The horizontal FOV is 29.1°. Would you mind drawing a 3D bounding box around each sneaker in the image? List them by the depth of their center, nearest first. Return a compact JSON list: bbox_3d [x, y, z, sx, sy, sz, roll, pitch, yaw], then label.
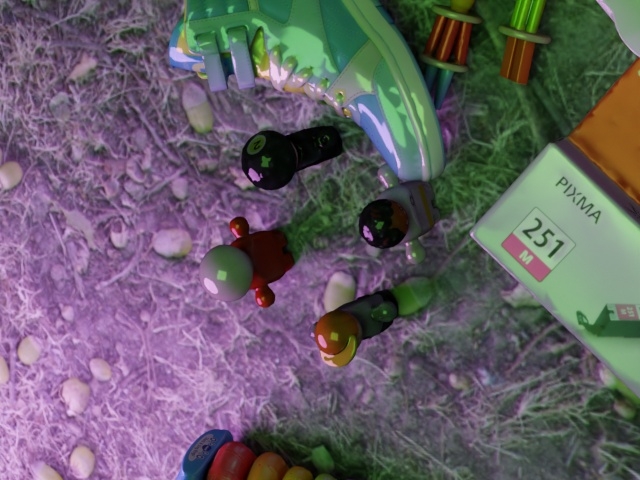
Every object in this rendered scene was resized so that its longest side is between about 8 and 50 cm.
[{"bbox_3d":[-0.026,-0.164,1.209,0.208,0.127,0.319,-27,76,-6],"label":"sneaker"}]

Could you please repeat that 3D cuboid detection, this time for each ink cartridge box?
[{"bbox_3d":[0.319,0.000,1.162,0.275,0.060,0.239,45,117,11],"label":"ink cartridge box"}]

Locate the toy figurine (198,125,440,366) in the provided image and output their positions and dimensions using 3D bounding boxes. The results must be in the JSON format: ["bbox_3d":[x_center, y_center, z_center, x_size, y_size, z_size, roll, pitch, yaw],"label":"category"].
[{"bbox_3d":[0.000,0.000,1.263,0.209,0.148,0.213,32,112,16],"label":"toy figurine"}]

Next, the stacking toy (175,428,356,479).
[{"bbox_3d":[-0.004,0.314,1.344,0.301,0.175,0.166,5,106,13],"label":"stacking toy"}]

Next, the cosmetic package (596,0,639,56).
[{"bbox_3d":[0.331,-0.208,0.939,0.155,0.365,0.197,-42,82,26],"label":"cosmetic package"}]

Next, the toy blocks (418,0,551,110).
[{"bbox_3d":[0.160,-0.190,1.200,0.123,0.054,0.148,21,109,20],"label":"toy blocks"}]
